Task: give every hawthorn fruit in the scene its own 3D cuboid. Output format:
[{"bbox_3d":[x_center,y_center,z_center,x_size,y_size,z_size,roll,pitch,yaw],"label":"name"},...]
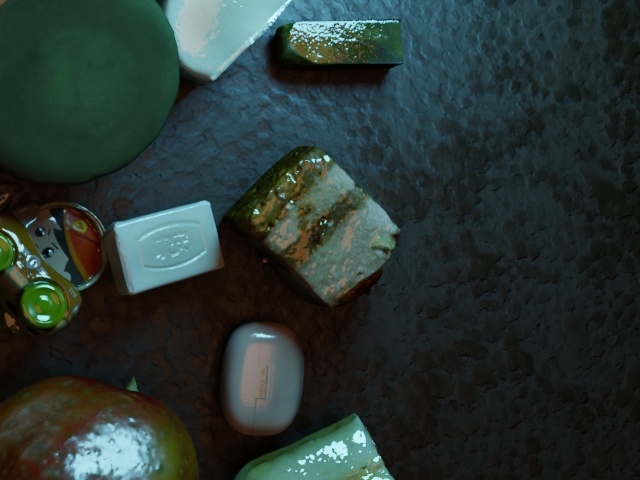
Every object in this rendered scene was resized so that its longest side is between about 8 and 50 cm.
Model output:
[{"bbox_3d":[-0.372,0.378,1.534,0.403,0.403,0.402,-1,93,-16],"label":"hawthorn fruit"}]

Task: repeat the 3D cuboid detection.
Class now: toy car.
[{"bbox_3d":[-0.451,0.025,1.611,0.235,0.145,0.235,7,76,-32],"label":"toy car"}]

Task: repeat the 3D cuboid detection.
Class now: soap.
[{"bbox_3d":[-0.261,0.011,1.666,0.183,0.064,0.121,-17,97,-34],"label":"soap"}]

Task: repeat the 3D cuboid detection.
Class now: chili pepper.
[{"bbox_3d":[-0.551,-0.053,1.613,0.153,0.050,0.041,-26,55,-14],"label":"chili pepper"}]

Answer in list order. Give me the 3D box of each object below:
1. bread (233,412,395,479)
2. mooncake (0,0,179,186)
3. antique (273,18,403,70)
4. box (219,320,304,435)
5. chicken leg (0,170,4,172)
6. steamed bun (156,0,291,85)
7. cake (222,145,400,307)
[{"bbox_3d":[-0.019,0.502,1.707,0.341,0.210,0.300,-24,66,-19],"label":"bread"},{"bbox_3d":[-0.401,-0.270,1.507,0.356,0.194,0.356,-13,118,-26],"label":"mooncake"},{"bbox_3d":[0.030,-0.340,1.751,0.221,0.081,0.080,-5,92,-16],"label":"antique"},{"bbox_3d":[-0.101,0.239,1.735,0.146,0.088,0.200,4,90,-16],"label":"box"},{"bbox_3d":[-0.667,-0.090,1.555,0.407,0.096,0.158,-3,74,-18],"label":"chicken leg"},{"bbox_3d":[-0.174,-0.386,1.652,0.241,0.146,0.164,-46,108,-10],"label":"steamed bun"},{"bbox_3d":[0.000,0.000,1.701,0.196,0.199,0.293,-46,105,-12],"label":"cake"}]
